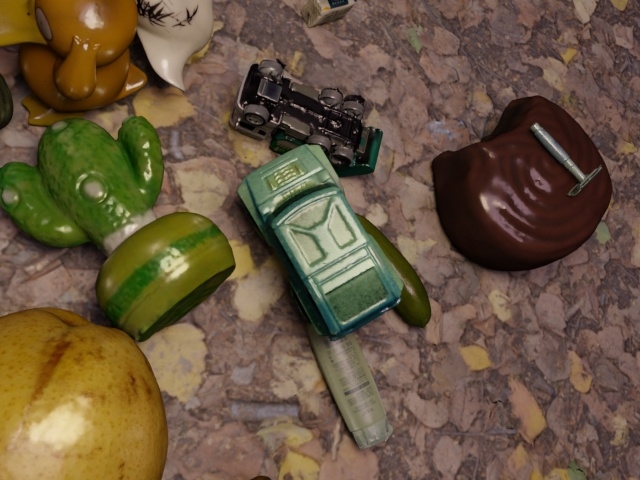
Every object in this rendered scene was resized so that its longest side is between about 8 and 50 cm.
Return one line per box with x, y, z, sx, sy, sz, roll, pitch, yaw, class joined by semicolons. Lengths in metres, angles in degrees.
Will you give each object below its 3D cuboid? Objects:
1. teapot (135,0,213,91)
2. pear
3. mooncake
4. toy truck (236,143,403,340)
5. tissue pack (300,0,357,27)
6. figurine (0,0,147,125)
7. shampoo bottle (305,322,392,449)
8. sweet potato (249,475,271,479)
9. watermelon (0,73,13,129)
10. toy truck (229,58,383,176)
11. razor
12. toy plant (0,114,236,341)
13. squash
-0.267;-0.370;0.911;0.300;0.208;0.166;39;105;8;teapot
-0.307;0.230;0.669;0.314;0.314;0.314;6;74;-23;pear
0.375;-0.111;1.139;0.326;0.174;0.333;1;78;-22;mooncake
0.000;0.000;0.912;0.155;0.156;0.279;-29;82;-5;toy truck
0.015;-0.420;1.112;0.083;0.062;0.042;-27;93;-27;tissue pack
-0.327;-0.263;0.821;0.215;0.228;0.215;0;74;0;figurine
0.044;0.216;0.969;0.072;0.049;0.212;-19;85;-23;shampoo bottle
-0.120;0.408;0.844;0.053;0.054;0.182;25;70;-7;sweet potato
-0.459;-0.196;0.832;0.078;0.078;0.110;-17;81;-27;watermelon
-0.019;-0.186;1.004;0.253;0.124;0.114;20;69;-17;toy truck
0.405;-0.146;1.048;0.068;0.040;0.135;-39;85;-25;razor
-0.270;-0.037;0.833;0.224;0.184;0.316;-41;85;-9;toy plant
0.103;0.038;1.033;0.069;0.069;0.258;-43;97;-27;squash
